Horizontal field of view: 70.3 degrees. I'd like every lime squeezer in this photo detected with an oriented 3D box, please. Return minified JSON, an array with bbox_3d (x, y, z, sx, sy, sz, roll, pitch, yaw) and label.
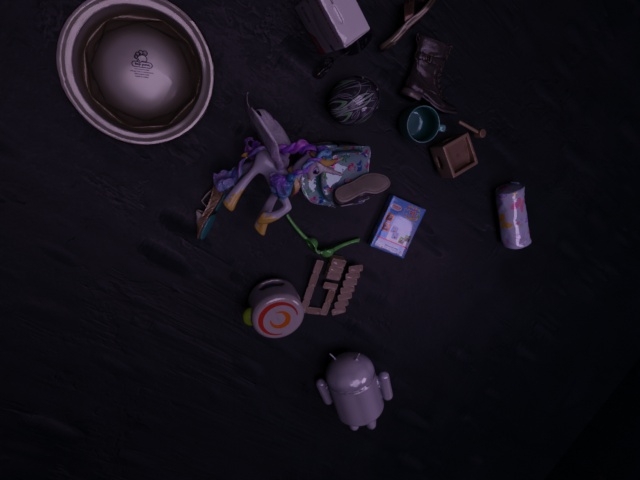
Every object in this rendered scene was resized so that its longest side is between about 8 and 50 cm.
[{"bbox_3d":[0.000,0.000,1.678,0.311,0.059,0.109,18,100,-21],"label":"lime squeezer"}]

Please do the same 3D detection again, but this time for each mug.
[{"bbox_3d":[0.357,-0.413,1.643,0.158,0.097,0.129,40,91,-25],"label":"mug"}]

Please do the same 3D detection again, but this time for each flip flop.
[{"bbox_3d":[0.290,-0.752,1.524,0.277,0.112,0.080,-44,100,5],"label":"flip flop"}]

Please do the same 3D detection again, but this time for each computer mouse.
[{"bbox_3d":[0.071,-0.629,1.516,0.242,0.071,0.041,-37,73,0],"label":"computer mouse"}]

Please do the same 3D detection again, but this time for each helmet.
[{"bbox_3d":[0.108,-0.464,1.512,0.170,0.161,0.169,-5,108,-17],"label":"helmet"}]

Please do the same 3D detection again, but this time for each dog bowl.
[{"bbox_3d":[-0.517,-0.486,1.312,0.409,0.150,0.407,-5,107,-16],"label":"dog bowl"}]

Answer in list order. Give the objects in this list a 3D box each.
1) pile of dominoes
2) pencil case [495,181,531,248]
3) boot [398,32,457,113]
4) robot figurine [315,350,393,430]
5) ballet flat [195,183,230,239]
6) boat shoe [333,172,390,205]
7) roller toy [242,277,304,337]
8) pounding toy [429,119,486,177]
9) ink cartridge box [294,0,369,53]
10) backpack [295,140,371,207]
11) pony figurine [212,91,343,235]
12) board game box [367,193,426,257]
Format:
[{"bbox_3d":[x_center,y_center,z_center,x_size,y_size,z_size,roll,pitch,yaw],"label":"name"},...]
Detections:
[{"bbox_3d":[0.038,0.177,1.768,0.196,0.040,0.250,11,111,-21],"label":"pile of dominoes"},{"bbox_3d":[0.798,-0.100,1.874,0.124,0.113,0.272,-26,113,-19],"label":"pencil case"},{"bbox_3d":[0.416,-0.586,1.615,0.263,0.091,0.228,18,98,-22],"label":"boot"},{"bbox_3d":[0.136,0.594,1.825,0.300,0.199,0.353,-11,112,11],"label":"robot figurine"},{"bbox_3d":[-0.377,-0.103,1.529,0.067,0.073,0.206,30,93,4],"label":"ballet flat"},{"bbox_3d":[0.132,-0.163,1.489,0.206,0.065,0.075,-21,73,-21],"label":"boat shoe"},{"bbox_3d":[-0.162,0.242,1.650,0.209,0.146,0.191,33,103,-29],"label":"roller toy"},{"bbox_3d":[0.522,-0.363,1.721,0.206,0.094,0.180,-31,108,-17],"label":"pounding toy"},{"bbox_3d":[0.031,-0.677,1.380,0.100,0.237,0.171,-37,114,-4],"label":"ink cartridge box"},{"bbox_3d":[0.042,-0.227,1.559,0.254,0.191,0.224,0,107,-13],"label":"backpack"},{"bbox_3d":[-0.157,-0.239,1.406,0.364,0.303,0.351,-40,94,13],"label":"pony figurine"},{"bbox_3d":[0.296,-0.053,1.766,0.160,0.039,0.211,21,100,-23],"label":"board game box"}]
